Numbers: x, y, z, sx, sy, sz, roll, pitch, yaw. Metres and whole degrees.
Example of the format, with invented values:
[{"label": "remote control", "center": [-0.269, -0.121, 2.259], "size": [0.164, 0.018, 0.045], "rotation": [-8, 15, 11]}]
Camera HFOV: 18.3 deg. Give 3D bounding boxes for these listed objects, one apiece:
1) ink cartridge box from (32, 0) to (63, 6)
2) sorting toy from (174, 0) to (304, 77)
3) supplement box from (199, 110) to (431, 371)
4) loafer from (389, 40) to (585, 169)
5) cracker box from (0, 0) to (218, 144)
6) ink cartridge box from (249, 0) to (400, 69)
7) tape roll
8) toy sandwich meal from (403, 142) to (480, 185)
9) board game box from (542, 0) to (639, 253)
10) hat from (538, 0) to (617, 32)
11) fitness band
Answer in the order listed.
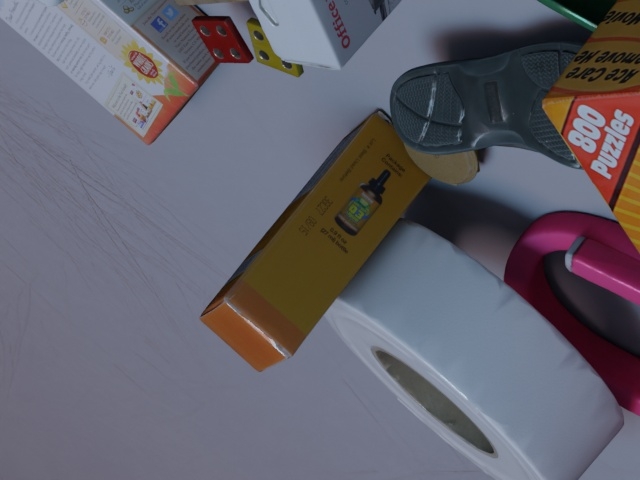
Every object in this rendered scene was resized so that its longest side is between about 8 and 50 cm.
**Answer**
[{"label": "ink cartridge box", "center": [-0.238, -0.350, 1.525], "size": [0.201, 0.117, 0.278], "rotation": [31, 137, 17]}, {"label": "sorting toy", "center": [-0.094, -0.254, 1.633], "size": [0.132, 0.046, 0.274], "rotation": [4, 134, 49]}, {"label": "supplement box", "center": [0.000, 0.000, 1.706], "size": [0.078, 0.233, 0.080], "rotation": [42, 157, -6]}, {"label": "loafer", "center": [0.175, -0.110, 1.514], "size": [0.267, 0.084, 0.096], "rotation": [5, 107, 43]}, {"label": "cracker box", "center": [-0.205, -0.209, 1.826], "size": [0.232, 0.067, 0.156], "rotation": [41, 153, -5]}, {"label": "ink cartridge box", "center": [0.016, -0.213, 1.448], "size": [0.063, 0.150, 0.109], "rotation": [15, 145, 39]}, {"label": "tape roll", "center": [0.132, 0.110, 1.773], "size": [0.286, 0.100, 0.286], "rotation": [40, 170, 8]}, {"label": "toy sandwich meal", "center": [0.105, -0.081, 1.679], "size": [0.085, 0.029, 0.085], "rotation": [30, 147, 21]}, {"label": "board game box", "center": [0.406, -0.063, 0.960], "size": [0.356, 0.356, 0.356], "rotation": [0, 134, 51]}, {"label": "hat", "center": [0.221, -0.229, 1.304], "size": [0.173, 0.184, 0.208], "rotation": [24, -164, -3]}, {"label": "fitness band", "center": [0.283, 0.085, 1.682], "size": [0.291, 0.054, 0.209], "rotation": [29, 152, 22]}]
